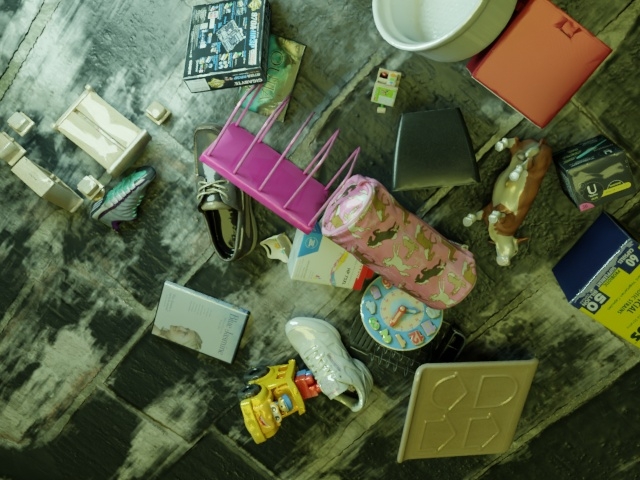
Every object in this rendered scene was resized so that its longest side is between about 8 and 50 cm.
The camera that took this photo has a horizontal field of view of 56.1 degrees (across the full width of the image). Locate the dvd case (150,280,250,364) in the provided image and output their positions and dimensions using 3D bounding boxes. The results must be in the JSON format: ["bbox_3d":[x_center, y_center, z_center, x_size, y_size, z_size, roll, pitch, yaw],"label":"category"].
[{"bbox_3d":[-0.338,0.232,1.679,0.253,0.022,0.180,20,112,1],"label":"dvd case"}]

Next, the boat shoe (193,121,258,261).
[{"bbox_3d":[-0.235,-0.111,1.472,0.132,0.130,0.355,-10,109,12],"label":"boat shoe"}]

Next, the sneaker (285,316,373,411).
[{"bbox_3d":[0.024,0.324,1.588,0.305,0.152,0.114,44,113,-7],"label":"sneaker"}]

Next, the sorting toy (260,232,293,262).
[{"bbox_3d":[-0.116,0.018,1.554,0.075,0.045,0.083,-14,120,27],"label":"sorting toy"}]

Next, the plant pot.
[{"bbox_3d":[0.249,-0.205,1.342,0.188,0.188,0.166,-5,98,11],"label":"plant pot"}]

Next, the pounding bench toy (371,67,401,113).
[{"bbox_3d":[0.147,-0.339,1.367,0.052,0.065,0.083,15,143,3],"label":"pounding bench toy"}]

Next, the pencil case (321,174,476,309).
[{"bbox_3d":[0.184,0.009,1.380,0.386,0.167,0.160,33,152,-26],"label":"pencil case"}]

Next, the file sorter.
[{"bbox_3d":[-0.076,-0.201,1.352,0.291,0.202,0.182,35,122,-8],"label":"file sorter"}]

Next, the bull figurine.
[{"bbox_3d":[0.429,-0.091,1.369,0.101,0.188,0.310,27,109,37],"label":"bull figurine"}]

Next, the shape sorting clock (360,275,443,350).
[{"bbox_3d":[0.203,0.173,1.501,0.206,0.040,0.206,0,71,-1],"label":"shape sorting clock"}]

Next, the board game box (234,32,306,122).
[{"bbox_3d":[-0.118,-0.385,1.406,0.126,0.026,0.186,19,113,2],"label":"board game box"}]

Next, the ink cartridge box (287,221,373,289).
[{"bbox_3d":[0.047,0.039,1.479,0.231,0.078,0.134,10,113,-16],"label":"ink cartridge box"}]

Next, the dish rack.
[{"bbox_3d":[0.217,0.263,1.577,0.272,0.074,0.208,25,112,-1],"label":"dish rack"}]

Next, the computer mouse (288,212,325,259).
[{"bbox_3d":[0.000,0.000,1.522,0.106,0.042,0.193,23,109,-24],"label":"computer mouse"}]

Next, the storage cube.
[{"bbox_3d":[0.440,-0.372,1.238,0.215,0.183,0.193,36,113,-6],"label":"storage cube"}]

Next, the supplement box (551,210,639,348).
[{"bbox_3d":[0.753,0.127,1.375,0.357,0.195,0.194,32,112,-4],"label":"supplement box"}]

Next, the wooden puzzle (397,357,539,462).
[{"bbox_3d":[0.374,0.432,1.571,0.348,0.080,0.322,-2,120,-15],"label":"wooden puzzle"}]

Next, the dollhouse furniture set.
[{"bbox_3d":[-0.593,-0.264,1.521,0.303,0.174,0.355,39,82,6],"label":"dollhouse furniture set"}]

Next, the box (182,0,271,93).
[{"bbox_3d":[-0.201,-0.432,1.312,0.175,0.220,0.051,-6,153,11],"label":"box"}]

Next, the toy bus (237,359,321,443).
[{"bbox_3d":[-0.097,0.419,1.613,0.212,0.220,0.149,-16,103,8],"label":"toy bus"}]

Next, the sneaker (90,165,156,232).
[{"bbox_3d":[-0.488,-0.107,1.556,0.224,0.083,0.098,-31,124,23],"label":"sneaker"}]

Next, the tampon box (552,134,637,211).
[{"bbox_3d":[0.593,-0.148,1.312,0.121,0.161,0.101,-21,106,16],"label":"tampon box"}]

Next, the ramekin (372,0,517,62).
[{"bbox_3d":[0.250,-0.490,1.185,0.277,0.135,0.277,-9,77,42],"label":"ramekin"}]
